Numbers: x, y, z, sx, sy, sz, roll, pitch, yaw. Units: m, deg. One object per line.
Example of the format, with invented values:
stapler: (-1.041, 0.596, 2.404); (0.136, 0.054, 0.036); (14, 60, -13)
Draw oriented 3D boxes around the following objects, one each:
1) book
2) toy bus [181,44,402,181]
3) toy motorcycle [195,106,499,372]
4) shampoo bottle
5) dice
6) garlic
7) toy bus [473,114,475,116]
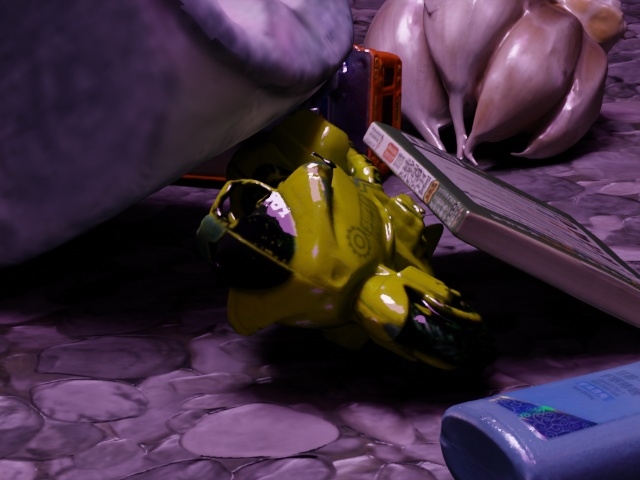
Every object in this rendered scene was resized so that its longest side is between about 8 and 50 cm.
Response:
book: (0.151, -0.012, 1.297); (0.202, 0.027, 0.264); (26, 10, -20)
toy bus: (-0.092, -0.130, 1.653); (0.329, 0.143, 0.153); (4, 10, 19)
toy motorcycle: (-0.001, 0.002, 1.251); (0.206, 0.142, 0.342); (33, 8, -20)
shampoo bottle: (0.206, 0.108, 1.031); (0.258, 0.061, 0.104); (-10, 22, -25)
dice: (-0.199, -0.194, 1.381); (0.348, 0.330, 0.328); (-25, 9, 26)
garlic: (0.170, -0.180, 1.734); (0.292, 0.237, 0.210); (-31, -5, -42)
toy bus: (0.216, -0.187, 1.906); (0.203, 0.063, 0.090); (-21, 30, -40)
